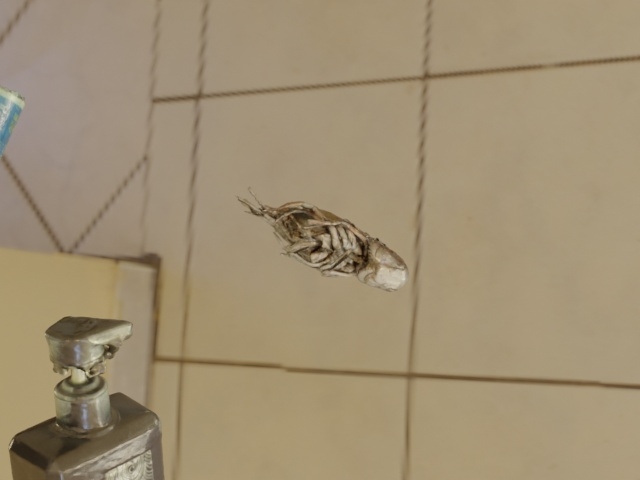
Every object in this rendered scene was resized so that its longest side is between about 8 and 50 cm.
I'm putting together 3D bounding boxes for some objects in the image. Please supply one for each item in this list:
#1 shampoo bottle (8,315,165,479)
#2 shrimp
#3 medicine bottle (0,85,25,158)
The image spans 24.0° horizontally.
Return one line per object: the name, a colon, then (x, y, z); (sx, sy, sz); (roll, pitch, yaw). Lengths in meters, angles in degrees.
shampoo bottle: (-0.155, 0.197, 1.032); (0.071, 0.098, 0.309); (21, 122, 45)
shrimp: (0.000, 0.000, 1.306); (0.165, 0.065, 0.056); (20, 103, -6)
medicine bottle: (-0.295, -0.036, 1.199); (0.051, 0.051, 0.191); (14, 78, 37)
